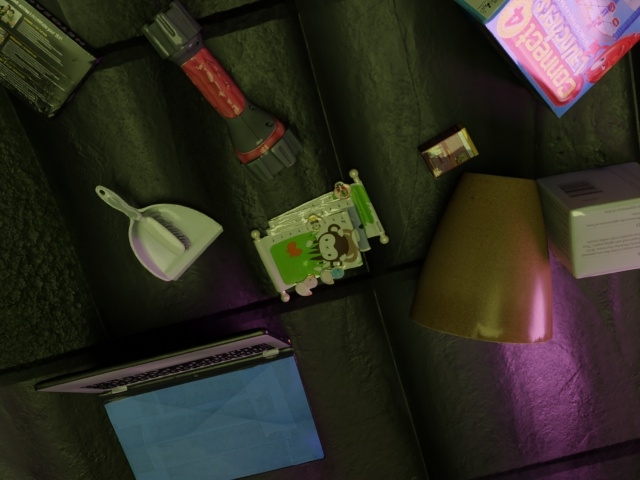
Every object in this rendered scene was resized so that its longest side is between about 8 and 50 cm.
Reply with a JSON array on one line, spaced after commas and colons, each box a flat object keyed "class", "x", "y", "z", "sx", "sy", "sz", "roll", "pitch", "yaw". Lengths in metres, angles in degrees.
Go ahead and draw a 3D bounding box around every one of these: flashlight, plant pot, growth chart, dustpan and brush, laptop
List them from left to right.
[{"class": "dustpan and brush", "x": -0.290, "y": -0.029, "z": 1.287, "sx": 0.211, "sy": 0.060, "sz": 0.147, "roll": 41, "pitch": 104, "yaw": -15}, {"class": "laptop", "x": -0.219, "y": 0.325, "z": 1.339, "sx": 0.381, "sy": 0.408, "sz": 0.236, "roll": -15, "pitch": 77, "yaw": 3}, {"class": "flashlight", "x": -0.154, "y": -0.231, "z": 1.188, "sx": 0.103, "sy": 0.103, "sz": 0.304, "roll": -18, "pitch": 120, "yaw": 41}, {"class": "growth chart", "x": 0.000, "y": 0.000, "z": 1.331, "sx": 0.237, "sy": 0.021, "sz": 0.172, "roll": -29, "pitch": 110, "yaw": 9}, {"class": "plant pot", "x": 0.282, "y": 0.019, "z": 1.256, "sx": 0.237, "sy": 0.237, "sz": 0.254, "roll": 7, "pitch": 97, "yaw": -4}]

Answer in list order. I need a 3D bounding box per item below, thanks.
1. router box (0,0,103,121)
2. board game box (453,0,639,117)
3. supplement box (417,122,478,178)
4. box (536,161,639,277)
[{"class": "router box", "x": -0.456, "y": -0.295, "z": 1.189, "sx": 0.179, "sy": 0.046, "sz": 0.133, "roll": 40, "pitch": 104, "yaw": -15}, {"class": "board game box", "x": 0.377, "y": -0.369, "z": 1.082, "sx": 0.302, "sy": 0.086, "sz": 0.308, "roll": -46, "pitch": 142, "yaw": 14}, {"class": "supplement box", "x": 0.213, "y": -0.150, "z": 1.268, "sx": 0.083, "sy": 0.043, "sz": 0.055, "roll": -29, "pitch": 109, "yaw": 8}, {"class": "box", "x": 0.471, "y": -0.038, "z": 1.246, "sx": 0.181, "sy": 0.181, "sz": 0.119, "roll": -10, "pitch": 111, "yaw": 1}]
